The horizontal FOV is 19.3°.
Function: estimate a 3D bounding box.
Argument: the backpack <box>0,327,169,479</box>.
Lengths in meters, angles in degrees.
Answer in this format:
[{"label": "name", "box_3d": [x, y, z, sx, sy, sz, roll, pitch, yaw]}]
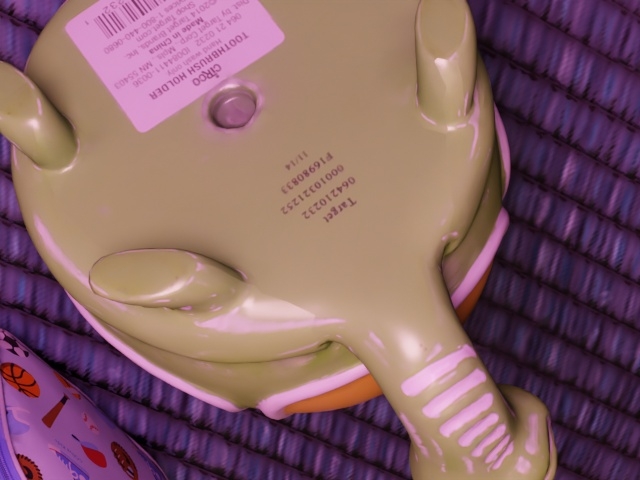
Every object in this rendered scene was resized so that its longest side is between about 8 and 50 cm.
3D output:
[{"label": "backpack", "box_3d": [-0.202, 0.206, 1.131, 0.213, 0.263, 0.276, -35, 125, 21]}]

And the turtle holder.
[{"label": "turtle holder", "box_3d": [0.004, -0.018, 0.958, 0.320, 0.243, 0.227, 20, 159, 23]}]
